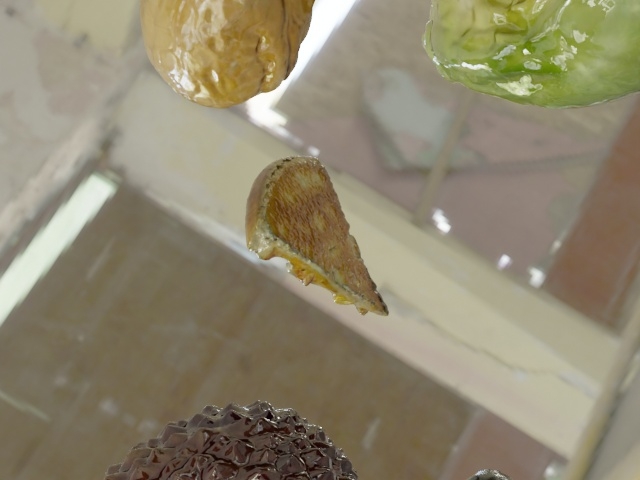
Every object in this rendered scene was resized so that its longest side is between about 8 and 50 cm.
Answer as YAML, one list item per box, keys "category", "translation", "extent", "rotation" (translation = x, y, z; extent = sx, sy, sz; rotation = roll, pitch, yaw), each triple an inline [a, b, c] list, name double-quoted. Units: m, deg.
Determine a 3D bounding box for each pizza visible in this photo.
- category: "pizza"
  translation: [0.000, 0.000, 1.306]
  extent: [0.036, 0.176, 0.184]
  rotation: [-33, 23, 25]

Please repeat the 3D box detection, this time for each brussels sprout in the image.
- category: "brussels sprout"
  translation: [0.233, -0.262, 1.298]
  extent: [0.344, 0.344, 0.268]
  rotation: [-53, -40, -54]

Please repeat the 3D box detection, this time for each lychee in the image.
- category: "lychee"
  translation: [-0.088, 0.297, 1.320]
  extent: [0.330, 0.306, 0.306]
  rotation: [-11, -20, -15]

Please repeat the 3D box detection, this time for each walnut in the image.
- category: "walnut"
  translation: [-0.074, -0.182, 1.133]
  extent: [0.144, 0.144, 0.180]
  rotation: [-57, -10, -22]

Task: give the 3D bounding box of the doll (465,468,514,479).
- category: "doll"
  translation: [0.146, 0.287, 1.085]
  extent: [0.135, 0.144, 0.234]
  rotation: [-46, -33, -42]
